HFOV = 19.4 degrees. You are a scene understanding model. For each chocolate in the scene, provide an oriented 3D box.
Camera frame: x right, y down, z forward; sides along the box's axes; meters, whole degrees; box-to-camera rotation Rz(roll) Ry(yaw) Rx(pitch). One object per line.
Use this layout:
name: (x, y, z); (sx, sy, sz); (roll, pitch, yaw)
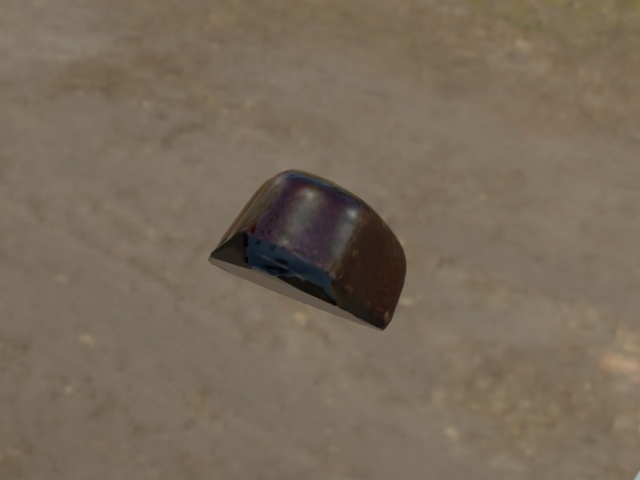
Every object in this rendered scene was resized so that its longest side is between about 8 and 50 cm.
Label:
chocolate: (0.000, 0.000, 1.202); (0.125, 0.080, 0.148); (22, -6, -3)

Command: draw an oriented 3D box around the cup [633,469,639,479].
cup: (0.278, 0.206, 0.622); (0.311, 0.331, 0.257); (14, -12, -39)
